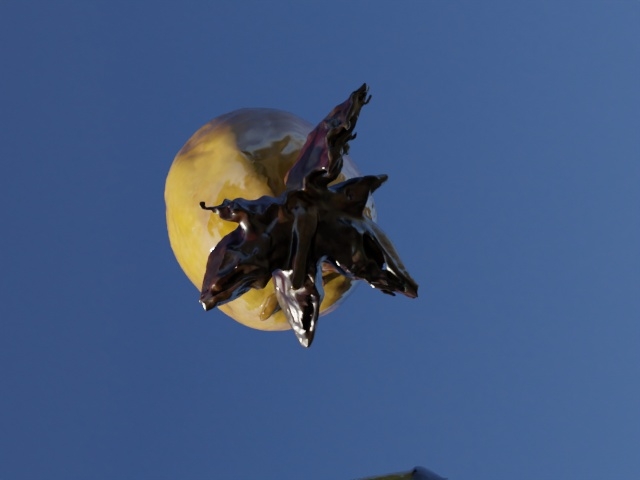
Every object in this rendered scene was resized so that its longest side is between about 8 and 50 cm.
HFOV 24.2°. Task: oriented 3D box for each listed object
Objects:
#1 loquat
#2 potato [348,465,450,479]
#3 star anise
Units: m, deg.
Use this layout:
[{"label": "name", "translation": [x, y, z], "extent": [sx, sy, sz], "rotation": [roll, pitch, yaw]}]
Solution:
[{"label": "loquat", "translation": [-0.050, -0.023, 1.503], "extent": [0.193, 0.238, 0.238], "rotation": [-37, -46, 16]}, {"label": "potato", "translation": [0.006, 0.323, 1.181], "extent": [0.242, 0.242, 0.285], "rotation": [-33, -46, -31]}, {"label": "star anise", "translation": [-0.002, 0.001, 1.116], "extent": [0.212, 0.053, 0.157], "rotation": [-40, -77, -23]}]
